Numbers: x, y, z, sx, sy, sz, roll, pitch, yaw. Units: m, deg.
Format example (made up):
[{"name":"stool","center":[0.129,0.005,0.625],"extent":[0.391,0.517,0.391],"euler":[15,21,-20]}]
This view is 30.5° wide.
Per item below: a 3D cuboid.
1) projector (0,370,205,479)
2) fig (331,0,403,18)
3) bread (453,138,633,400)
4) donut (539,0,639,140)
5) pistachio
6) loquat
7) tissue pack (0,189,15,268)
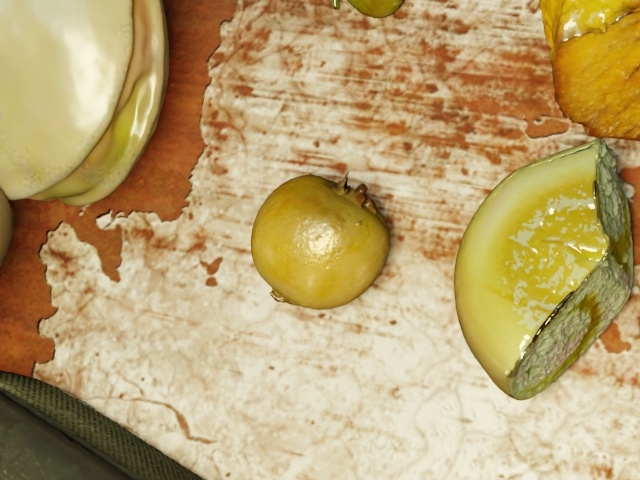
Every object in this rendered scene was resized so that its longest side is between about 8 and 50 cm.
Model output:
[{"name":"projector","center":[-0.315,0.383,1.243],"extent":[0.405,0.242,0.395],"euler":[28,90,21]},{"name":"fig","center":[0.050,-0.300,1.344],"extent":[0.082,0.098,0.084],"euler":[19,106,41]},{"name":"bread","center":[0.228,0.020,1.204],"extent":[0.156,0.158,0.260],"euler":[40,93,31]},{"name":"donut","center":[0.410,-0.254,1.088],"extent":[0.435,0.378,0.163],"euler":[-25,59,16]},{"name":"pistachio","center":[-0.341,-0.251,1.359],"extent":[0.365,0.281,0.445],"euler":[-22,78,32]},{"name":"loquat","center":[0.000,0.000,1.278],"extent":[0.163,0.137,0.163],"euler":[-10,71,32]},{"name":"tissue pack","center":[-0.537,0.060,1.284],"extent":[0.267,0.276,0.387],"euler":[44,130,-15]}]
